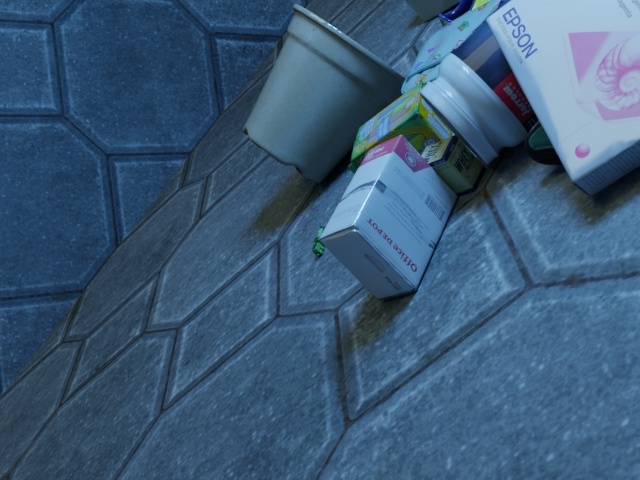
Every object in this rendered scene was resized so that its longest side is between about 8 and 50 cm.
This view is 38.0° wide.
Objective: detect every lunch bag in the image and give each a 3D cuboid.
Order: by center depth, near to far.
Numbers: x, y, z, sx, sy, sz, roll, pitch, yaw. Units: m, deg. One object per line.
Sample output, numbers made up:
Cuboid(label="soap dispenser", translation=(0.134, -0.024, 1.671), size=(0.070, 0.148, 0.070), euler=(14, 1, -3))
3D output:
Cuboid(label="lunch bag", translation=(0.296, -0.361, 1.832), size=(0.279, 0.108, 0.224), euler=(-19, 33, 51))

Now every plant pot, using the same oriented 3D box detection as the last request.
Cuboid(label="plant pot", translation=(-0.005, -0.311, 2.098), size=(0.305, 0.333, 0.334), euler=(-55, 19, 8))

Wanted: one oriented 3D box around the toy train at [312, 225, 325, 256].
Cuboid(label="toy train", translation=(0.000, 0.000, 1.862), size=(0.017, 0.023, 0.083), euler=(-32, 25, 33))

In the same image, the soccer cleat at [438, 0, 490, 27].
Cuboid(label="soccer cleat", translation=(0.380, -0.530, 1.969), size=(0.289, 0.121, 0.093), euler=(-40, 21, 16))

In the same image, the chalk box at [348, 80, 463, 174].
Cuboid(label="chalk box", translation=(0.146, -0.166, 1.732), size=(0.213, 0.132, 0.132), euler=(-36, 23, 30))

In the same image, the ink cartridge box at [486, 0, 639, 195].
Cuboid(label="ink cartridge box", translation=(0.425, -0.279, 1.258), size=(0.330, 0.071, 0.324), euler=(-36, 53, 25))

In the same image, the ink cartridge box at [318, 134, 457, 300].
Cuboid(label="ink cartridge box", translation=(0.114, -0.036, 1.508), size=(0.092, 0.158, 0.218), euler=(-22, 31, 46))

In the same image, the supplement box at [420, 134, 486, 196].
Cuboid(label="supplement box", translation=(0.217, -0.121, 1.573), size=(0.083, 0.083, 0.056), euler=(-20, 33, 51))

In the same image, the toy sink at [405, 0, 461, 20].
Cuboid(label="toy sink", translation=(0.327, -0.675, 2.336), size=(0.153, 0.131, 0.234), euler=(-56, 17, -23))

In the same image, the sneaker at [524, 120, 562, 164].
Cuboid(label="sneaker", translation=(0.408, -0.185, 1.361), size=(0.223, 0.083, 0.098), euler=(-29, 6, 28))

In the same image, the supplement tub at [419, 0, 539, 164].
Cuboid(label="supplement tub", translation=(0.316, -0.276, 1.513), size=(0.272, 0.191, 0.191), euler=(-43, 20, 8))
